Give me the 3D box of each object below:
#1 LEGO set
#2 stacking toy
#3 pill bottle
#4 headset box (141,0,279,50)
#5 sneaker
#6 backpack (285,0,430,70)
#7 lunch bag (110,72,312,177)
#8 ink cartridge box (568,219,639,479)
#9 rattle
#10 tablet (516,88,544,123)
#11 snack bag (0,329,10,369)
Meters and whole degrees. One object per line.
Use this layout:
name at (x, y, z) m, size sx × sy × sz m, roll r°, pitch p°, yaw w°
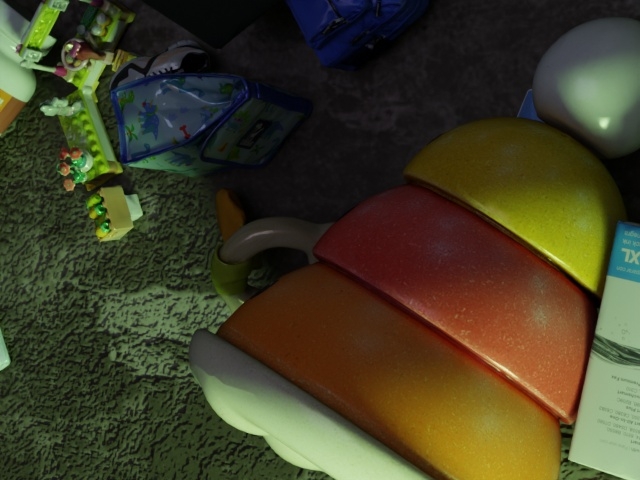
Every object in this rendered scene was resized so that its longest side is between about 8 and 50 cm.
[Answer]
LEGO set at (-0.239, -0.147, 1.956) m, size 0.132 × 0.107 × 0.287 m, roll 12°, pitch 93°, yaw 30°
stacking toy at (0.146, 0.018, 1.670) m, size 0.350 × 0.350 × 0.480 m, roll 31°, pitch 83°, yaw 27°
pill bottle at (-0.371, -0.151, 2.015) m, size 0.121 × 0.121 × 0.216 m, roll 41°, pitch 96°, yaw 25°
headset box at (-0.073, -0.353, 1.805) m, size 0.246 × 0.131 × 0.283 m, roll -37°, pitch 48°, yaw 22°
sneaker at (-0.157, -0.164, 1.914) m, size 0.043 × 0.109 × 0.040 m, roll 30°, pitch 146°, yaw 58°
backpack at (0.037, -0.223, 1.810) m, size 0.120 × 0.101 × 0.098 m, roll -33°, pitch 79°, yaw 21°
lunch bag at (-0.100, -0.116, 1.863) m, size 0.151 × 0.129 × 0.096 m, roll -17°, pitch 79°, yaw 26°
ink cartridge box at (0.285, 0.093, 1.621) m, size 0.085 × 0.148 × 0.203 m, roll 14°, pitch 94°, yaw 28°
rattle at (0.000, 0.000, 1.858) m, size 0.199 × 0.143 × 0.130 m, roll -18°, pitch 111°, yaw 12°
tablet at (0.195, -0.089, 1.765) m, size 0.054 × 0.006 × 0.083 m, roll 27°, pitch 101°, yaw 28°
snack bag at (-0.500, 0.053, 2.135) m, size 0.342 × 0.037 × 0.323 m, roll -23°, pitch 76°, yaw 26°
